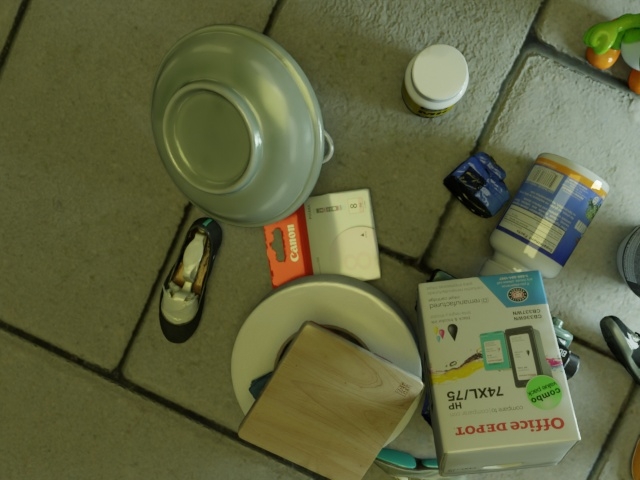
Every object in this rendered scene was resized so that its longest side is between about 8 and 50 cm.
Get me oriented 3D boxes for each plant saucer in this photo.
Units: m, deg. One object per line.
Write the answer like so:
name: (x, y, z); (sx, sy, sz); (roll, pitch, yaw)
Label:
plant saucer: (-0.188, -0.202, 1.331); (0.400, 0.100, 0.400); (11, 115, 24)

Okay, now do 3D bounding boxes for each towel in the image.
towel: (-0.078, 0.286, 1.385); (0.119, 0.029, 0.067); (-29, 100, 10)

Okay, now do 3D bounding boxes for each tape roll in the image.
tape roll: (0.014, 0.261, 1.421); (0.392, 0.072, 0.392); (1, 101, 6)

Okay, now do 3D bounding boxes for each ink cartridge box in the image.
ink cartridge box: (0.000, 0.000, 1.442); (0.232, 0.066, 0.189); (-8, 93, 0)
ink cartridge box: (0.270, 0.218, 1.117); (0.198, 0.197, 0.270); (-7, 61, 4)

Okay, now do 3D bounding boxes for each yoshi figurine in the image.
yoshi figurine: (0.588, -0.327, 1.227); (0.204, 0.362, 0.203); (-16, 92, 4)

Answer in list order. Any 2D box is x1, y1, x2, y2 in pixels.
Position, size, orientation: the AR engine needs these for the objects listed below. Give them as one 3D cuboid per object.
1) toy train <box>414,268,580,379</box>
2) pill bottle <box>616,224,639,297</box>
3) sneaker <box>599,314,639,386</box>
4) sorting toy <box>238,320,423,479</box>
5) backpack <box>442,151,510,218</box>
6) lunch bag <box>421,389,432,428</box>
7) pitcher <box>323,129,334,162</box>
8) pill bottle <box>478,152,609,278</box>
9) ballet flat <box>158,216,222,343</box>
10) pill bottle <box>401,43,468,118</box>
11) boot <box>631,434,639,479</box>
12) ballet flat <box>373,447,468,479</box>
toy train: (0.336, 0.164, 1.358); (0.334, 0.190, 0.142); (26, 95, 1)
pill bottle: (0.656, 0.044, 1.264); (0.176, 0.318, 0.176); (0, 93, 5)
sneaker: (0.663, 0.216, 1.392); (0.130, 0.087, 0.227); (-41, 93, 3)
sorting toy: (0.015, 0.302, 1.328); (0.257, 0.089, 0.255); (29, 101, -14)
backpack: (0.322, -0.109, 1.390); (0.101, 0.098, 0.120); (-42, 89, 1)
lunch bag: (0.319, 0.331, 1.316); (0.221, 0.293, 0.138); (9, 94, 3)
pitcher: (-0.075, -0.239, 1.405); (0.178, 0.125, 0.207); (-14, 102, -2)
pill bottle: (0.427, -0.021, 1.360); (0.152, 0.152, 0.272); (29, 95, 2)
ballet flat: (-0.281, 0.085, 1.444); (0.095, 0.096, 0.280); (16, 94, 2)
pill bottle: (0.217, -0.303, 1.331); (0.119, 0.208, 0.119); (0, 93, 5)
boot: (0.724, 0.384, 1.332); (0.104, 0.211, 0.295); (33, 95, 2)
ballet flat: (0.200, 0.482, 1.446); (0.213, 0.072, 0.068); (7, 98, 3)
